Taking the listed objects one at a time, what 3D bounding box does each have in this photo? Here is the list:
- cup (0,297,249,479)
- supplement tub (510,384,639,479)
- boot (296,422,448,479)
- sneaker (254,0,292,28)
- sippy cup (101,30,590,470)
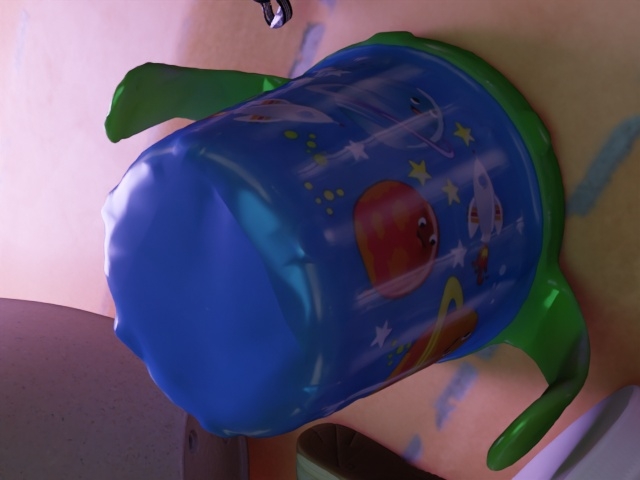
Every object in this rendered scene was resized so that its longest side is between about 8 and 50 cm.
[{"bbox_3d":[-0.198,0.202,0.673,0.236,0.331,0.331,-7,103,12],"label":"cup"},{"bbox_3d":[0.215,0.234,0.419,0.272,0.191,0.191,46,127,15],"label":"supplement tub"},{"bbox_3d":[0.058,0.264,0.624,0.213,0.077,0.165,26,120,33],"label":"boot"},{"bbox_3d":[-0.031,-0.259,0.478,0.153,0.101,0.269,42,144,12],"label":"sneaker"},{"bbox_3d":[0.000,0.000,0.479,0.305,0.224,0.240,3,107,37],"label":"sippy cup"}]
